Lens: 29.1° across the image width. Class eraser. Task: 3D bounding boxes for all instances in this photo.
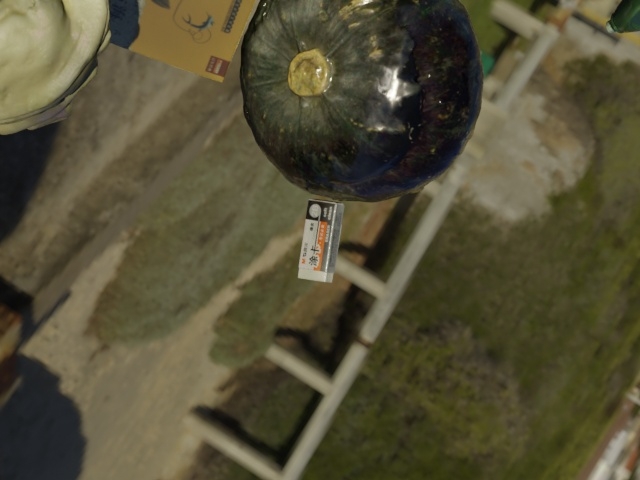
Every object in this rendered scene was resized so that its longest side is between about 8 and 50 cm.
[{"bbox_3d":[0.000,0.000,1.847,0.029,0.052,0.122,5,94,-59],"label":"eraser"}]

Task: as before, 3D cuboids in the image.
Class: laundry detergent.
[{"bbox_3d":[0.569,-0.396,2.057,0.137,0.063,0.211,-1,164,-36],"label":"laundry detergent"}]

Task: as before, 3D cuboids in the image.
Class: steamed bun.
[{"bbox_3d":[-0.454,-0.295,1.885,0.339,0.247,0.352,-43,-172,-20],"label":"steamed bun"}]

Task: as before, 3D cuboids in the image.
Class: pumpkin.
[{"bbox_3d":[0.072,-0.285,2.166,0.344,0.454,0.454,-13,137,-54],"label":"pumpkin"}]

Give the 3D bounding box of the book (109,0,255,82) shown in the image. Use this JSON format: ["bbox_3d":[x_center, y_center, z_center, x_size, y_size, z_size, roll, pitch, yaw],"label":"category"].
[{"bbox_3d":[-0.318,-0.458,2.253,0.032,0.389,0.269,-83,-165,-49],"label":"book"}]
